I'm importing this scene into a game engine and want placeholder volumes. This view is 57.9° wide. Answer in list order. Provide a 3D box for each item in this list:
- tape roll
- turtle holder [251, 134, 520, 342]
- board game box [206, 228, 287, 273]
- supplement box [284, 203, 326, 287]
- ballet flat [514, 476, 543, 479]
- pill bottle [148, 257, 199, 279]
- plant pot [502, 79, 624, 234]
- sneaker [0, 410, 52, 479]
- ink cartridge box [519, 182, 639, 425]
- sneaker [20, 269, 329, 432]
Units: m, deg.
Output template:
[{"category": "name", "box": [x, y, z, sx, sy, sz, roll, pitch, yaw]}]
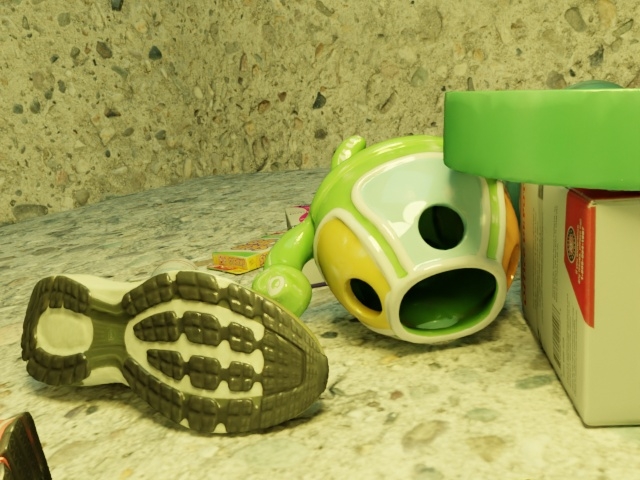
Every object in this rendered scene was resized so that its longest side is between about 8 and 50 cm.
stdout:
[{"category": "tape roll", "box": [0.282, -0.109, 0.559, 0.321, 0.077, 0.321, -2, 14, 0]}, {"category": "turtle holder", "box": [0.091, 0.001, 0.712, 0.320, 0.243, 0.227, 10, 33, -18]}, {"category": "board game box", "box": [-0.108, 0.017, 1.232, 0.259, 0.039, 0.124, -23, 19, -40]}, {"category": "supplement box", "box": [0.000, 0.000, 1.066, 0.111, 0.114, 0.220, -10, 11, -5]}, {"category": "ballet flat", "box": [0.097, 0.176, 0.301, 0.247, 0.087, 0.083, -11, 13, -17]}, {"category": "pill bottle", "box": [-0.230, 0.079, 0.910, 0.087, 0.087, 0.160, -8, 12, -4]}, {"category": "plant pot", "box": [0.434, -0.058, 0.781, 0.271, 0.272, 0.255, -12, 28, -19]}, {"category": "sneaker", "box": [-0.242, 0.201, 0.331, 0.136, 0.116, 0.314, -12, 14, -12]}, {"category": "ink cartridge box", "box": [0.285, 0.028, 0.587, 0.114, 0.197, 0.273, -3, 14, 8]}, {"category": "sneaker", "box": [-0.156, 0.106, 0.678, 0.410, 0.158, 0.182, 6, 0, 30]}]
